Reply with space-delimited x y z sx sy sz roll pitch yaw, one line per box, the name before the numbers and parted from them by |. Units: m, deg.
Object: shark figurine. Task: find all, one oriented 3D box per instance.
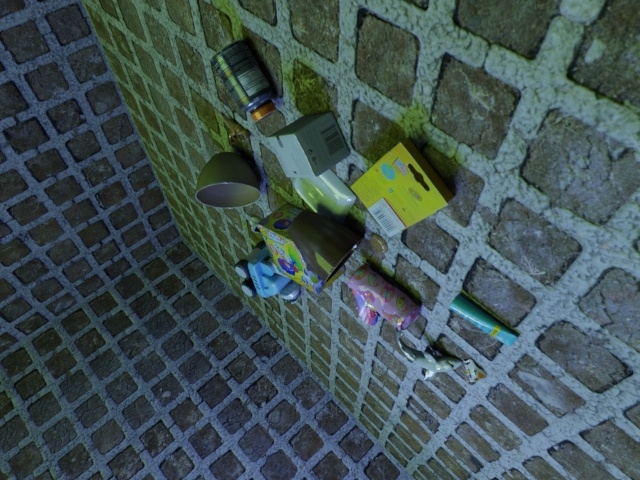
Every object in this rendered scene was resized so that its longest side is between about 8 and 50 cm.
shark figurine | 0.379 0.415 1.764 0.278 0.116 0.166 31 127 7

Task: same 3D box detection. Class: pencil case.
pencil case | 0.233 0.205 1.725 0.284 0.124 0.124 39 154 30

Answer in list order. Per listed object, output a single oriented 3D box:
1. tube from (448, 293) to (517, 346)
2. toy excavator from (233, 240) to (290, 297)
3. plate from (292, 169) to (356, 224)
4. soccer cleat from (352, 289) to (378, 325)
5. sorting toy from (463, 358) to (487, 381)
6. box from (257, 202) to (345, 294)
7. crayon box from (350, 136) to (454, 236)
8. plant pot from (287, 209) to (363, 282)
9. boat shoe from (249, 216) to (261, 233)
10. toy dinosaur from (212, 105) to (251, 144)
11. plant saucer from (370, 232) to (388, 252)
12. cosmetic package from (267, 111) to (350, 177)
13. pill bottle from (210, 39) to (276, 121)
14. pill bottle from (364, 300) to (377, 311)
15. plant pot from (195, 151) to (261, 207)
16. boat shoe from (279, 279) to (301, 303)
tube | 0.487 0.241 1.396 0.207 0.052 0.080 35 163 22
toy excavator | -0.226 0.151 2.430 0.445 0.222 0.432 20 139 31
plate | -0.006 -0.180 1.700 0.278 0.045 0.277 48 157 10
soccer cleat | 0.198 0.264 1.921 0.095 0.083 0.248 14 134 49
sorting toy | 0.530 0.454 1.634 0.075 0.045 0.083 68 160 13
box | -0.080 0.028 1.970 0.290 0.177 0.279 25 144 47
crayon box | 0.226 -0.143 1.276 0.202 0.081 0.318 52 158 -1
plant pot | 0.000 0.000 1.691 0.230 0.215 0.215 40 155 8
boat shoe | -0.325 -0.068 2.426 0.184 0.063 0.066 32 150 38
toy dinosaur | -0.364 -0.472 1.945 0.212 0.064 0.112 36 135 14
plant saucer | 0.201 0.013 1.629 0.083 0.015 0.083 41 155 25
cosmetic package | -0.039 -0.296 1.455 0.184 0.151 0.151 12 133 57
pill bottle | -0.244 -0.520 1.542 0.245 0.130 0.130 59 156 -14
pill bottle | 0.236 0.248 1.808 0.116 0.065 0.065 18 146 16
plant pot | -0.416 -0.283 2.084 0.284 0.284 0.190 129 137 -66
boat shoe | -0.162 0.293 2.608 0.119 0.121 0.335 49 169 -12
